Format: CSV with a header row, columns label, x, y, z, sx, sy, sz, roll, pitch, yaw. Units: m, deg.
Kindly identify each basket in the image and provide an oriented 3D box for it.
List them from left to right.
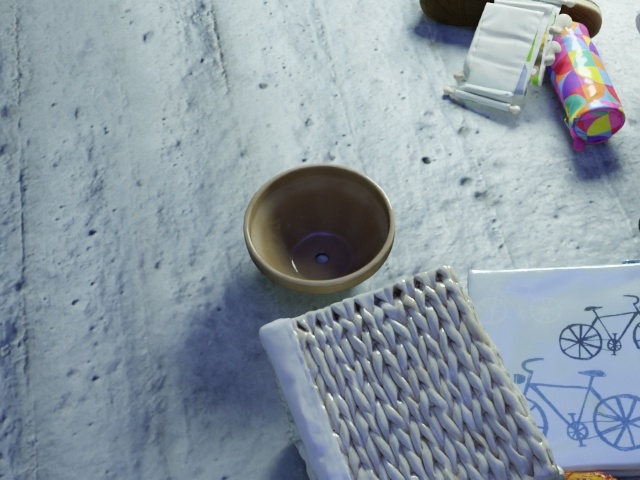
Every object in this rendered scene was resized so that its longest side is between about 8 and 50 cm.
label,x,y,z,sx,sy,sz,roll,pitch,yaw
basket,0.109,0.260,1.324,0.266,0.328,0.331,-22,58,-7

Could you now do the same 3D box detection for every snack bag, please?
label,x,y,z,sx,sy,sz,roll,pitch,yaw
snack bag,0.372,0.181,1.533,0.323,0.037,0.343,-4,60,5

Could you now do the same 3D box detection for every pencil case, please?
label,x,y,z,sx,sy,sz,roll,pitch,yaw
pencil case,0.454,-0.276,1.834,0.104,0.104,0.236,-7,54,-1

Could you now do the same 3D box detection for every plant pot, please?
label,x,y,z,sx,sy,sz,roll,pitch,yaw
plant pot,0.000,0.000,1.660,0.237,0.110,0.237,-2,56,2

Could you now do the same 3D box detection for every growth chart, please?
label,x,y,z,sx,sy,sz,roll,pitch,yaw
growth chart,0.340,-0.341,1.854,0.172,0.021,0.237,26,94,23

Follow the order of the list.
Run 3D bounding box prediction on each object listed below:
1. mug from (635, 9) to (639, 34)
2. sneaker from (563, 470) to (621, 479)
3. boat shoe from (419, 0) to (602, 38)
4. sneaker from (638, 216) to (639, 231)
label,x,y,z,sx,sy,sz,roll,pitch,yaw
mug,0.730,-0.451,1.802,0.276,0.374,0.328,32,90,-10
sneaker,0.364,0.352,1.412,0.175,0.067,0.064,10,16,-15
boat shoe,0.364,-0.461,1.959,0.342,0.123,0.123,12,57,19
sneaker,0.653,-0.059,1.681,0.270,0.090,0.145,-10,22,21
